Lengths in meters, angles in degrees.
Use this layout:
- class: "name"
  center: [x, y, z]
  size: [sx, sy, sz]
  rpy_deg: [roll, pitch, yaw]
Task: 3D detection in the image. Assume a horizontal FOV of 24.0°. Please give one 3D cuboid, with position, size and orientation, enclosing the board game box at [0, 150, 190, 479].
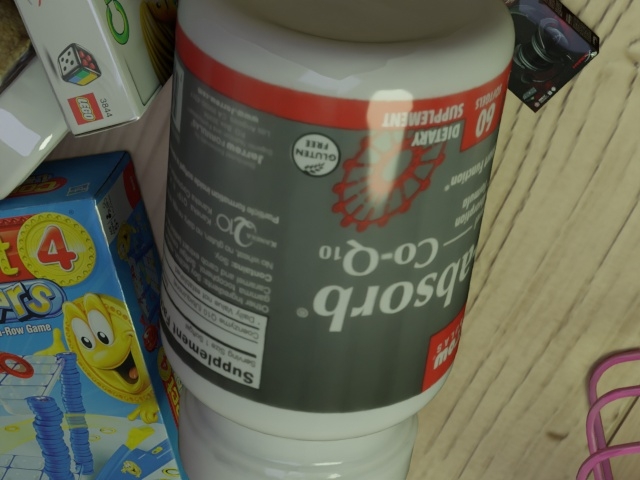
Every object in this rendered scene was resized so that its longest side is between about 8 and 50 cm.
- class: "board game box"
  center: [-0.262, 0.101, 1.181]
  size: [0.308, 0.086, 0.302]
  rpy_deg: [-8, 115, 15]

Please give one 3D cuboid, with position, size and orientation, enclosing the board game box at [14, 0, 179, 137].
- class: "board game box"
  center: [-0.160, -0.240, 0.926]
  size: [0.053, 0.193, 0.305]
  rpy_deg: [-13, 114, 17]

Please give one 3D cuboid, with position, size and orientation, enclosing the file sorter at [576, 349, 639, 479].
- class: "file sorter"
  center: [0.280, 0.205, 1.018]
  size: [0.202, 0.291, 0.182]
  rpy_deg: [-9, 112, 15]

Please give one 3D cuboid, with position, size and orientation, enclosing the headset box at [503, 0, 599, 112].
- class: "headset box"
  center: [0.136, -0.138, 1.013]
  size: [0.083, 0.032, 0.062]
  rpy_deg: [40, 117, -12]

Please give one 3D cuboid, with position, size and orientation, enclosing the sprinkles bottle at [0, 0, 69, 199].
- class: "sprinkles bottle"
  center: [-0.315, -0.184, 1.025]
  size: [0.355, 0.121, 0.121]
  rpy_deg: [42, 117, -11]

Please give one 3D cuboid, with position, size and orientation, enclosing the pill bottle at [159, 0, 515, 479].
- class: "pill bottle"
  center: [0.000, 0.000, 1.006]
  size: [0.210, 0.210, 0.363]
  rpy_deg: [10, 122, 6]
